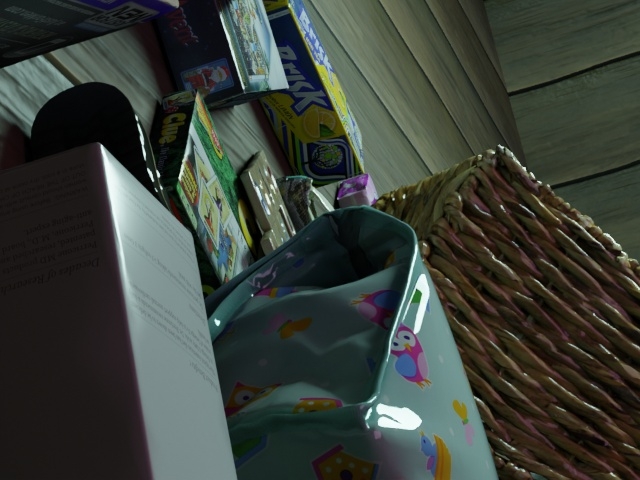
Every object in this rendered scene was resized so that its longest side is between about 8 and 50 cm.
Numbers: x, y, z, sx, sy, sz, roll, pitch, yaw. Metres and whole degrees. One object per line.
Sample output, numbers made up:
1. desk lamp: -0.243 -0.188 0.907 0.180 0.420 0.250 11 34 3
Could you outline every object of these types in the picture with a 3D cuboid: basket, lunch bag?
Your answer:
1. basket: 0.146 0.105 1.541 0.299 0.213 0.223 39 -21 -12
2. lunch bag: 0.021 0.126 1.099 0.262 0.160 0.223 -71 142 -62

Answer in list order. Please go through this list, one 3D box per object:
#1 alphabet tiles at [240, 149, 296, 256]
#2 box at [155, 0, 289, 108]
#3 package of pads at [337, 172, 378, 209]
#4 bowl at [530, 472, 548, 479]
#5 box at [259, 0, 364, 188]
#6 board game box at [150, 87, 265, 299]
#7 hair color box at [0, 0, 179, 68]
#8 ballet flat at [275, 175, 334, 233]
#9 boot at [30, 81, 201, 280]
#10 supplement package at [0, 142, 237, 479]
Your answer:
1. alphabet tiles: -0.011 0.040 1.325 0.237 0.009 0.198 -79 148 -83
2. box: -0.090 -0.206 1.330 0.159 0.044 0.233 -28 101 -78
3. package of pads: 0.042 -0.012 1.695 0.050 0.032 0.083 -78 149 -70
4. bowl: 0.200 0.326 1.699 0.298 0.134 0.298 -17 90 -79
5. box: -0.019 -0.123 1.520 0.059 0.054 0.169 -92 160 -52
6. board game box: -0.046 0.045 1.222 0.136 0.030 0.259 -91 160 -60
7. hair color box: -0.176 -0.255 0.856 0.185 0.110 0.339 -7 82 -79
8. ballet flat: 0.000 0.000 1.468 0.041 0.041 0.114 -85 155 -61
9. boot: -0.083 0.035 0.967 0.137 0.077 0.198 65 14 -54
10. supplement package: -0.098 0.073 0.742 0.105 0.105 0.179 51 24 -63
